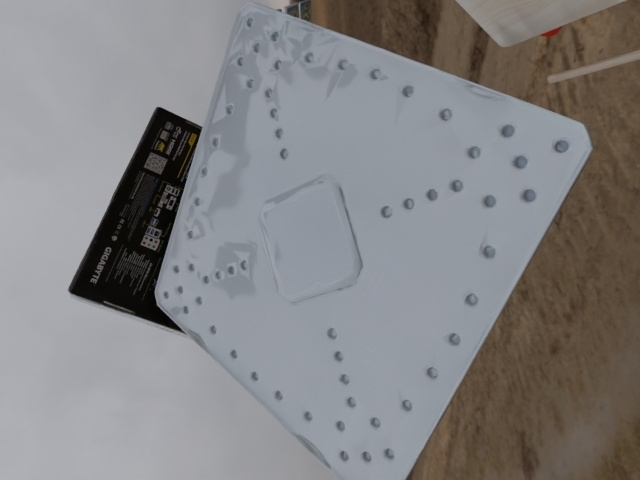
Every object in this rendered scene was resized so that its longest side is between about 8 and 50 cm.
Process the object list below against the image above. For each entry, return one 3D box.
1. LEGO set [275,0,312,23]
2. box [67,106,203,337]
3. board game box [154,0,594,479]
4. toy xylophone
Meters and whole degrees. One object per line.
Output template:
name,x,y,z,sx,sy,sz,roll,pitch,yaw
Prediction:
LEGO set,-0.053,-0.554,1.102,0.182,0.060,0.244,-44,-38,-45
box,-0.204,-0.015,0.817,0.079,0.257,0.321,-22,47,64
board game box,0.000,0.000,0.534,0.050,0.390,0.389,-5,-58,-53
toy xylophone,0.275,-0.286,0.553,0.081,0.236,0.323,-59,30,-9
